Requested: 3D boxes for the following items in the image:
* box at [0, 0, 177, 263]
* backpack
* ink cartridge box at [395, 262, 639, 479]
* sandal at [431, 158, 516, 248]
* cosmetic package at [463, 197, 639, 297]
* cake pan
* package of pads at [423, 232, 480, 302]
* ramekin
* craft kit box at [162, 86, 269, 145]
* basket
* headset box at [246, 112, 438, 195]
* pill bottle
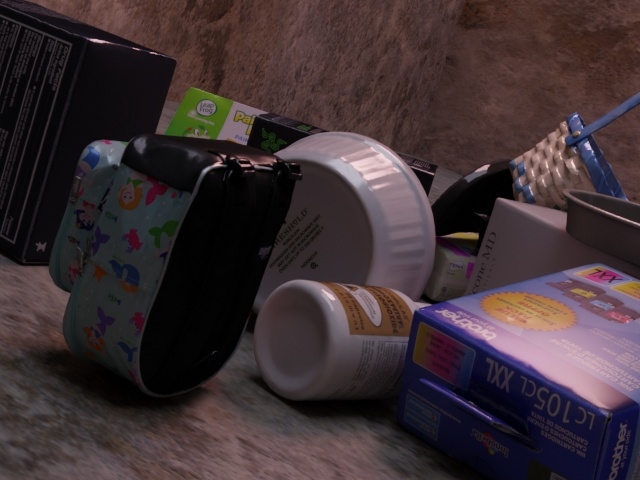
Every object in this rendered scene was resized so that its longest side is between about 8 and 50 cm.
[{"bbox_3d":[-0.383,-0.153,1.614,0.294,0.296,0.182,26,12,33],"label":"box"},{"bbox_3d":[-0.151,0.022,1.213,0.191,0.253,0.225,18,10,24],"label":"backpack"},{"bbox_3d":[0.272,0.163,1.323,0.395,0.151,0.270,-13,29,-41],"label":"ink cartridge box"},{"bbox_3d":[0.340,-0.050,2.141,0.107,0.167,0.445,49,26,24],"label":"sandal"},{"bbox_3d":[0.393,0.116,1.691,0.161,0.230,0.453,11,11,-29],"label":"cosmetic package"},{"bbox_3d":[0.456,0.000,1.622,0.293,0.054,0.293,16,11,-3],"label":"cake pan"},{"bbox_3d":[0.233,0.038,2.189,0.229,0.101,0.296,11,13,-30],"label":"package of pads"},{"bbox_3d":[0.000,0.000,1.532,0.273,0.273,0.127,22,15,24],"label":"ramekin"},{"bbox_3d":[-0.148,-0.104,1.951,0.250,0.247,0.061,19,-30,11],"label":"craft kit box"},{"bbox_3d":[0.477,-0.094,1.977,0.255,0.289,0.201,47,19,-32],"label":"basket"},{"bbox_3d":[-0.004,-0.032,1.748,0.283,0.246,0.131,19,10,5],"label":"headset box"},{"bbox_3d":[0.047,0.116,1.380,0.229,0.131,0.131,7,15,-46],"label":"pill bottle"}]
